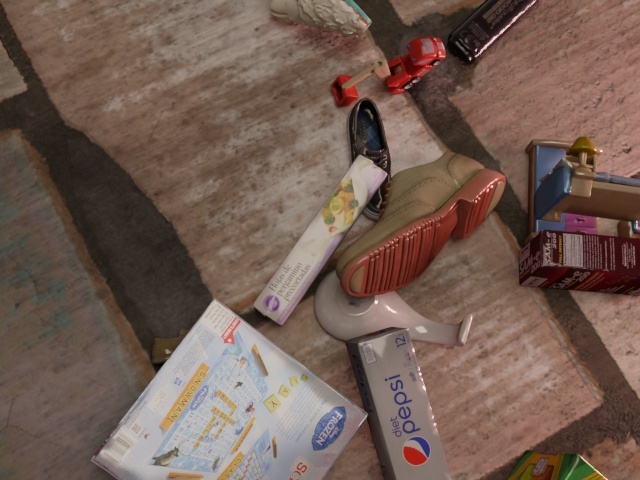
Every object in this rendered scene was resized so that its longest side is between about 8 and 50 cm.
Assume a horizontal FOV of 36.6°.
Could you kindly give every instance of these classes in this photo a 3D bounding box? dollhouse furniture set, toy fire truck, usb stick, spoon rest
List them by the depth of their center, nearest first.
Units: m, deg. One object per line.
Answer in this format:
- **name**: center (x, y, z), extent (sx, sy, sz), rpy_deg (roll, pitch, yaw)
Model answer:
- **dollhouse furniture set**: center (0.513, -0.114, 1.679), extent (0.286, 0.303, 0.198), rpy_deg (7, 72, -5)
- **spoon rest**: center (0.122, 0.129, 1.681), extent (0.276, 0.084, 0.137), rpy_deg (16, 69, 12)
- **toy fire truck**: center (0.123, -0.312, 1.782), extent (0.135, 0.192, 0.047), rpy_deg (-7, 72, -39)
- **usb stick**: center (0.360, -0.455, 1.907), extent (0.077, 0.045, 0.278), rpy_deg (46, 72, 1)

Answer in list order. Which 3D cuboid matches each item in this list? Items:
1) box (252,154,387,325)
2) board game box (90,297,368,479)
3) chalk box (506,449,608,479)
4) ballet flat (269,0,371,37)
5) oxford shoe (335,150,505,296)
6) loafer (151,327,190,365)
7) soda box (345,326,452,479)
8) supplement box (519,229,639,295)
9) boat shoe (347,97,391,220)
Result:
- **box**: center (0.000, 0.000, 1.672), extent (0.063, 0.067, 0.324), rpy_deg (35, 84, 4)
- **board game box**: center (-0.142, 0.314, 1.551), extent (0.318, 0.066, 0.319), rpy_deg (38, 76, -3)
- **chalk box**: center (0.347, 0.498, 1.510), extent (0.179, 0.180, 0.289), rpy_deg (42, 71, -6)
- **ballet flat**: center (-0.073, -0.505, 1.842), extent (0.147, 0.147, 0.409), rpy_deg (-38, 77, -17)
- **oxford shoe**: center (0.150, -0.034, 1.685), extent (0.146, 0.140, 0.397), rpy_deg (38, 49, 26)
- **loafer**: center (-0.216, 0.170, 1.626), extent (0.148, 0.056, 0.050), rpy_deg (-15, 81, -12)
- **soda box**: center (0.128, 0.289, 1.576), extent (0.091, 0.098, 0.286), rpy_deg (-16, 90, -12)
- **supplement box**: center (0.487, 0.042, 1.716), extent (0.239, 0.130, 0.073), rpy_deg (5, 72, -4)
- **boat shoe**: center (0.094, -0.153, 1.758), extent (0.080, 0.076, 0.229), rpy_deg (-2, 72, -8)
